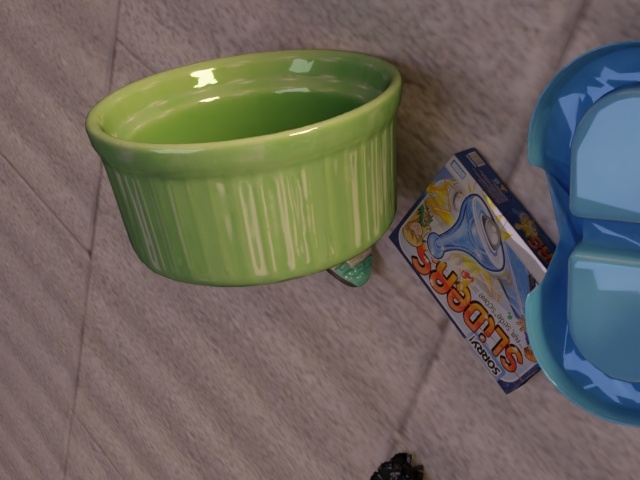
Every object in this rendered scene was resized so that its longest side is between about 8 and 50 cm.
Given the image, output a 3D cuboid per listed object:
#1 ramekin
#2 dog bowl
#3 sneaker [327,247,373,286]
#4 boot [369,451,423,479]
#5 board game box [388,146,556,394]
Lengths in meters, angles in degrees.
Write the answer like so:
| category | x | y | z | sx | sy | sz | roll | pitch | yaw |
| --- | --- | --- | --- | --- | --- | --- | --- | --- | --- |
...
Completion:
| category | x | y | z | sx | sy | sz | roll | pitch | yaw |
| --- | --- | --- | --- | --- | --- | --- | --- | --- | --- |
| ramekin | -0.065 | -0.077 | 0.924 | 0.303 | 0.303 | 0.148 | 19 | 126 | 44 |
| dog bowl | 0.252 | -0.006 | 0.726 | 0.166 | 0.074 | 0.297 | 8 | 108 | 35 |
| sneaker | 0.000 | 0.000 | 1.071 | 0.166 | 0.065 | 0.076 | 48 | 152 | 30 |
| boot | 0.094 | 0.314 | 1.090 | 0.099 | 0.045 | 0.121 | 48 | 129 | 22 |
| board game box | 0.164 | 0.030 | 0.899 | 0.201 | 0.035 | 0.136 | 54 | 138 | 19 |
